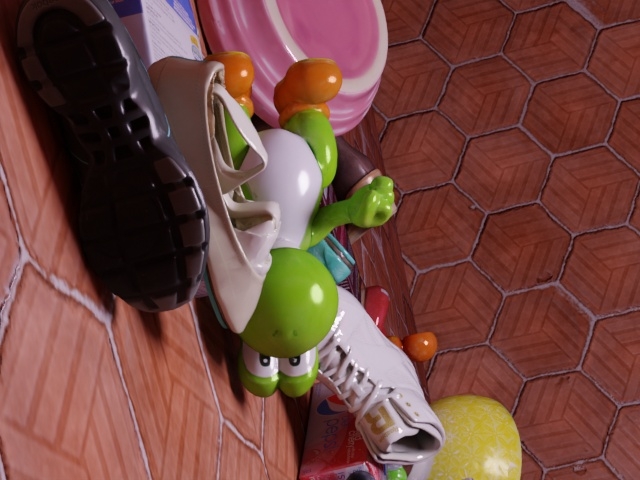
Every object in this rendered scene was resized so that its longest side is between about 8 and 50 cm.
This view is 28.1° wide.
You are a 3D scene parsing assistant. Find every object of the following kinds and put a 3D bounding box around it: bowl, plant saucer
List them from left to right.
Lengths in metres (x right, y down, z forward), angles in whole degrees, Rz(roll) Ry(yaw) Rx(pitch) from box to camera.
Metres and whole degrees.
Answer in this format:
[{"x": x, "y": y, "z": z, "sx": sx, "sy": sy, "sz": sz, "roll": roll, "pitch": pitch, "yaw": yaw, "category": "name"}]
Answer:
[{"x": -0.019, "y": -0.300, "z": 1.701, "sx": 0.332, "sy": 0.084, "sz": 0.332, "roll": 22, "pitch": 60, "yaw": -43, "category": "plant saucer"}, {"x": 0.195, "y": 0.390, "z": 2.200, "sx": 0.156, "sy": 0.289, "sz": 0.289, "roll": 21, "pitch": 42, "yaw": -26, "category": "bowl"}]

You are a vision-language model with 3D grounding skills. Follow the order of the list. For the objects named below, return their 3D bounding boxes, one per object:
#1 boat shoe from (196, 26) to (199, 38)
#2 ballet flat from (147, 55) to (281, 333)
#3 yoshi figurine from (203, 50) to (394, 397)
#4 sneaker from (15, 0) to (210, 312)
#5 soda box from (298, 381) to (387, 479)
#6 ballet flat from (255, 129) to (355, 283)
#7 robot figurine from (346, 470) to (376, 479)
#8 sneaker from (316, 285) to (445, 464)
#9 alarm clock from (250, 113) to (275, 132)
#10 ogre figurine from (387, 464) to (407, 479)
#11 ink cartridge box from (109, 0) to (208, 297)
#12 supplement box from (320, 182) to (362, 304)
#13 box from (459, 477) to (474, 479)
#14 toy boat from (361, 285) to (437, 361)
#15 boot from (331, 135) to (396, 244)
[{"x": -0.150, "y": -0.214, "z": 1.352, "sx": 0.135, "sy": 0.045, "sz": 0.050, "roll": 67, "pitch": 13, "yaw": -49, "category": "boat shoe"}, {"x": -0.076, "y": -0.037, "z": 1.059, "sx": 0.086, "sy": 0.086, "sz": 0.248, "roll": -85, "pitch": 160, "yaw": -65, "category": "ballet flat"}, {"x": -0.040, "y": -0.022, "z": 1.334, "sx": 0.203, "sy": 0.203, "sz": 0.362, "roll": 20, "pitch": 62, "yaw": -58, "category": "yoshi figurine"}, {"x": -0.146, "y": -0.075, "z": 0.978, "sx": 0.106, "sy": 0.101, "sz": 0.267, "roll": -92, "pitch": 168, "yaw": -70, "category": "sneaker"}, {"x": 0.034, "y": 0.266, "z": 1.653, "sx": 0.263, "sy": 0.092, "sz": 0.083, "roll": -80, "pitch": 153, "yaw": -71, "category": "soda box"}, {"x": -0.055, "y": -0.032, "z": 1.504, "sx": 0.247, "sy": 0.087, "sz": 0.083, "roll": 54, "pitch": 1, "yaw": 33, "category": "ballet flat"}, {"x": 0.055, "y": 0.377, "z": 1.372, "sx": 0.209, "sy": 0.173, "sz": 0.278, "roll": -52, "pitch": 145, "yaw": -21, "category": "robot figurine"}, {"x": 0.049, "y": 0.165, "z": 1.527, "sx": 0.292, "sy": 0.108, "sz": 0.169, "roll": 36, "pitch": 17, "yaw": -40, "category": "sneaker"}, {"x": -0.062, "y": -0.116, "z": 1.724, "sx": 0.129, "sy": 0.064, "sz": 0.192, "roll": 67, "pitch": 10, "yaw": -49, "category": "alarm clock"}, {"x": 0.126, "y": 0.422, "z": 2.008, "sx": 0.118, "sy": 0.097, "sz": 0.197, "roll": 79, "pitch": 20, "yaw": -61, "category": "ogre figurine"}, {"x": -0.145, "y": -0.112, "z": 1.174, "sx": 0.186, "sy": 0.065, "sz": 0.311, "roll": 40, "pitch": 40, "yaw": -75, "category": "ink cartridge box"}, {"x": 0.000, "y": 0.000, "z": 1.918, "sx": 0.130, "sy": 0.073, "sz": 0.239, "roll": -87, "pitch": 161, "yaw": -63, "category": "supplement box"}, {"x": 0.068, "y": 0.391, "z": 1.205, "sx": 0.058, "sy": 0.232, "sz": 0.322, "roll": -69, "pitch": 145, "yaw": -67, "category": "box"}, {"x": 0.124, "y": 0.185, "z": 2.181, "sx": 0.151, "sy": 0.151, "sz": 0.231, "roll": -83, "pitch": 158, "yaw": -68, "category": "toy boat"}, {"x": 0.011, "y": -0.094, "z": 2.032, "sx": 0.207, "sy": 0.090, "sz": 0.248, "roll": 52, "pitch": -28, "yaw": -1, "category": "boot"}]
